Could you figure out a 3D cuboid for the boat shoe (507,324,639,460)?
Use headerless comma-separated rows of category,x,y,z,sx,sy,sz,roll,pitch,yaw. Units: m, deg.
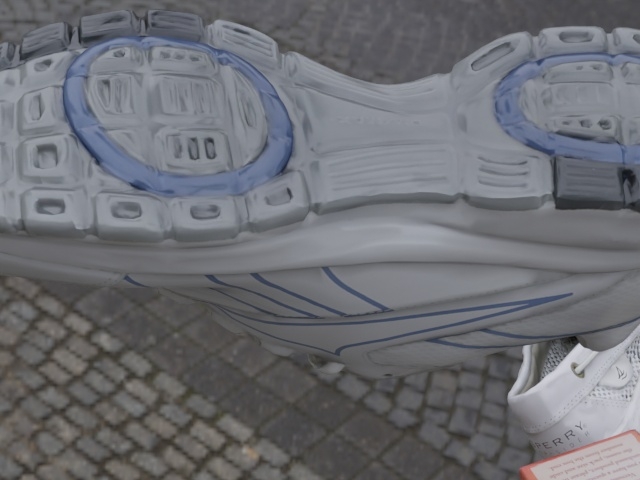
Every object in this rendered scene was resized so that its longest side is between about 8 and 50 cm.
boat shoe,0.186,0.041,0.865,0.096,0.098,0.277,48,35,-14

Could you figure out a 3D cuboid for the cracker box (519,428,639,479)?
cracker box,0.163,0.214,0.541,0.067,0.156,0.232,-17,33,-12

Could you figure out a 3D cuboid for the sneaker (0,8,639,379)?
sneaker,0.000,0.000,0.448,0.297,0.129,0.111,3,46,-5
